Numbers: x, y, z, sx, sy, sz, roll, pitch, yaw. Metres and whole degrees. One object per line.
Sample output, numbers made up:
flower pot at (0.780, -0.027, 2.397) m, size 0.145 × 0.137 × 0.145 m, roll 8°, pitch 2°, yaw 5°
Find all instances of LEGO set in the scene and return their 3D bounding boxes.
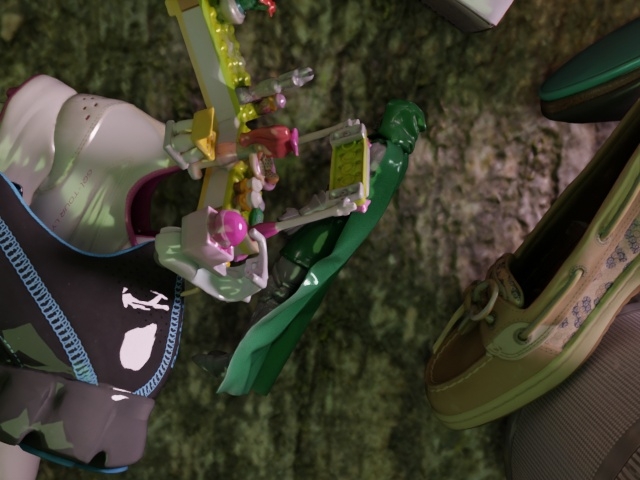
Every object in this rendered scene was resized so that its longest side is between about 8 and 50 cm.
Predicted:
LEGO set at (-0.037, -0.097, 0.556) m, size 0.107 × 0.132 × 0.287 m, roll -15°, pitch 64°, yaw 18°

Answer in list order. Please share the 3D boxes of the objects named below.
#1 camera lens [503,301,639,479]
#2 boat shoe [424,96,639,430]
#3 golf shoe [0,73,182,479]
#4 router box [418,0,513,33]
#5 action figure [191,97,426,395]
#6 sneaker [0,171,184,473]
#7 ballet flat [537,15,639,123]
camera lens at (0.254, 0.171, 0.553) m, size 0.219 × 0.274 × 0.219 m, roll -1°, pitch 102°, yaw -5°
boat shoe at (0.162, 0.014, 0.596) m, size 0.089 × 0.104 × 0.285 m, roll 37°, pitch 107°, yaw -16°
golf shoe at (-0.173, 0.047, 0.602) m, size 0.140 × 0.115 × 0.306 m, roll 11°, pitch 101°, yaw -8°
router box at (0.053, -0.351, 0.552) m, size 0.335 × 0.082 × 0.301 m, roll 33°, pitch 97°, yaw -8°
action figure at (0.000, 0.000, 0.607) m, size 0.063 × 0.137 × 0.232 m, roll 36°, pitch 88°, yaw 5°
sneaker at (-0.243, 0.014, 0.492) m, size 0.341 × 0.125 × 0.140 m, roll 24°, pitch 72°, yaw -13°
ballet flat at (0.285, -0.145, 0.597) m, size 0.280 × 0.095 × 0.096 m, roll -37°, pitch 108°, yaw 5°
